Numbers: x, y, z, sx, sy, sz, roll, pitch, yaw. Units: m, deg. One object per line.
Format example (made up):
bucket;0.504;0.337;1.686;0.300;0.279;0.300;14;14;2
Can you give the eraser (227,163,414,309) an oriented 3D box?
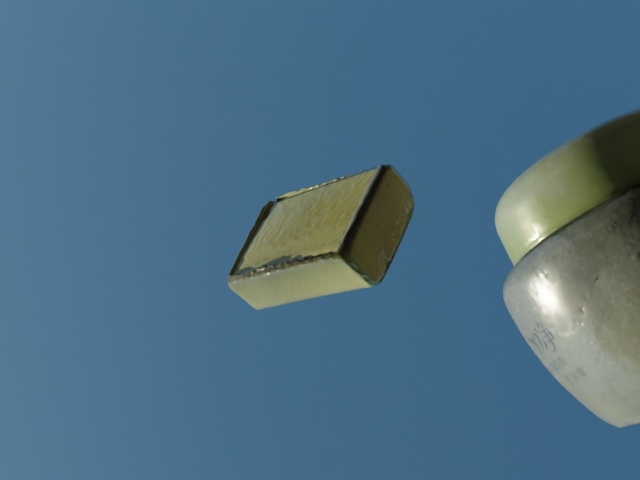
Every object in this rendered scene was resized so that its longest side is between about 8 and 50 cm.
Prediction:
eraser;0.000;0.000;0.940;0.058;0.172;0.117;46;-128;-26

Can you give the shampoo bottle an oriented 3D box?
shampoo bottle;0.369;0.035;1.101;0.322;0.322;0.317;-25;-105;-12
